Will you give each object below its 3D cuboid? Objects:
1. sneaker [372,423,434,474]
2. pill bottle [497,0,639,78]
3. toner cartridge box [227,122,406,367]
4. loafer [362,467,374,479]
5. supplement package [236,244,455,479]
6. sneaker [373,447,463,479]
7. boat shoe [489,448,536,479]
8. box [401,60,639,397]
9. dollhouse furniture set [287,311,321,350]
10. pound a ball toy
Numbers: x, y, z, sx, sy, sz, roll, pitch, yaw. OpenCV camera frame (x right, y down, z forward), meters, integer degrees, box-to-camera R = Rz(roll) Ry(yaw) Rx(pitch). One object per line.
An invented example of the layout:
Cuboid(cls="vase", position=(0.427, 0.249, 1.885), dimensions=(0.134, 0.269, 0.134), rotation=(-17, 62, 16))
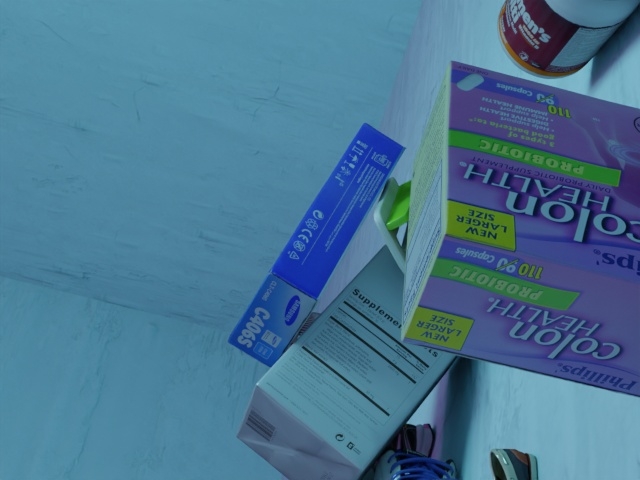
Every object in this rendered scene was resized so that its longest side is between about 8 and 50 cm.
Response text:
Cuboid(cls="sneaker", position=(0.108, 0.343, 1.733), dimensions=(0.072, 0.077, 0.178), rotation=(-88, 12, -76))
Cuboid(cls="pill bottle", position=(0.277, -0.268, 1.259), dimensions=(0.221, 0.121, 0.121), rotation=(117, 166, -73))
Cuboid(cls="toner cartridge box", position=(0.000, 0.000, 1.605), dimensions=(0.348, 0.075, 0.165), rotation=(-59, 0, -45))
Cuboid(cls="loafer", position=(0.048, 0.490, 1.915), dimensions=(0.267, 0.096, 0.084), rotation=(-66, 19, -10))
Cuboid(cls="supplement package", position=(0.052, 0.185, 1.584), dimensions=(0.293, 0.175, 0.177), rotation=(-46, -13, -33))
Cuboid(cls="sneaker", position=(0.112, 0.321, 1.421), dimensions=(0.315, 0.127, 0.182), rotation=(108, 172, -57))
Cuboid(cls="boat shoe", position=(0.191, 0.261, 1.157), dimensions=(0.137, 0.043, 0.049), rotation=(-83, 11, -52))
Cuboid(cls="box", position=(0.187, -0.015, 0.958), dimensions=(0.243, 0.214, 0.117), rotation=(-80, 6, -49))
Cuboid(cls="dollhouse furniture set", position=(0.034, 0.245, 2.173), dimensions=(0.374, 0.201, 0.152), rotation=(-88, 13, -74))
Cuboid(cls="pound a ball toy", position=(0.199, -0.047, 1.595), dimensions=(0.135, 0.208, 0.319), rotation=(60, -167, -9))
